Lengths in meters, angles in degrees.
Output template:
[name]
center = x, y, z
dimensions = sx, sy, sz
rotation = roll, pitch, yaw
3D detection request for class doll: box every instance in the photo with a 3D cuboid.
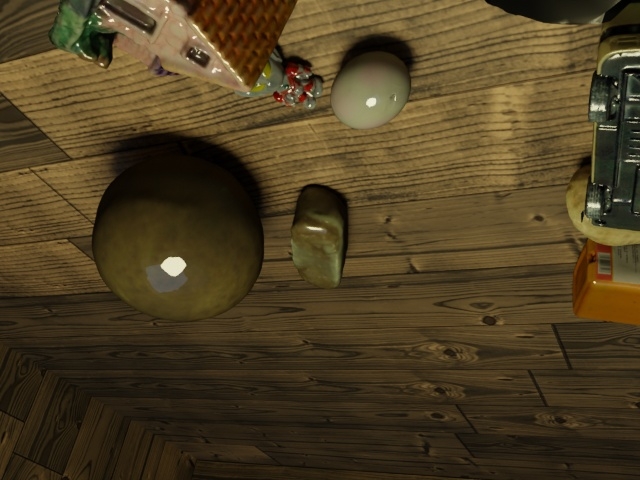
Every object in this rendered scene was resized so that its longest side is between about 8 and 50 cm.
[doll]
center = -0.080, -0.247, 1.086
dimensions = 0.180, 0.079, 0.094
rotation = 19, 121, -22

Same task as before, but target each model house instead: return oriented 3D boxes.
[model house]
center = -0.176, -0.280, 0.912
dimensions = 0.237, 0.202, 0.237
rotation = 29, 149, -17

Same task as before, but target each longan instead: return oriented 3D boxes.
[longan]
center = -0.247, -0.002, 1.325
dimensions = 0.318, 0.319, 0.319
rotation = 9, 149, 6

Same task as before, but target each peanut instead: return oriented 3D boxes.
[peanut]
center = 0.502, -0.047, 1.153
dimensions = 0.253, 0.122, 0.137
rotation = 9, 158, -2

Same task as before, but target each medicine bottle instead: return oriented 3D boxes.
[medicine bottle]
center = 0.582, 0.078, 1.329
dimensions = 0.222, 0.112, 0.149
rotation = 7, 148, 9

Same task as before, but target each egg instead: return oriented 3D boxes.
[egg]
center = 0.070, -0.212, 1.048
dimensions = 0.103, 0.103, 0.135
rotation = 28, 149, -25

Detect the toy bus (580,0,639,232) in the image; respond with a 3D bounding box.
[toy bus]
center = 0.426, -0.159, 0.919
dimensions = 0.176, 0.202, 0.365
rotation = 7, 152, 21

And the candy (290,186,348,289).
[candy]
center = 0.000, 0.000, 1.419
dimensions = 0.102, 0.104, 0.234
rotation = 9, 149, 5

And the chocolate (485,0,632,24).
[chocolate]
center = 0.243, -0.354, 0.641
dimensions = 0.283, 0.186, 0.284
rotation = 24, 130, 32
